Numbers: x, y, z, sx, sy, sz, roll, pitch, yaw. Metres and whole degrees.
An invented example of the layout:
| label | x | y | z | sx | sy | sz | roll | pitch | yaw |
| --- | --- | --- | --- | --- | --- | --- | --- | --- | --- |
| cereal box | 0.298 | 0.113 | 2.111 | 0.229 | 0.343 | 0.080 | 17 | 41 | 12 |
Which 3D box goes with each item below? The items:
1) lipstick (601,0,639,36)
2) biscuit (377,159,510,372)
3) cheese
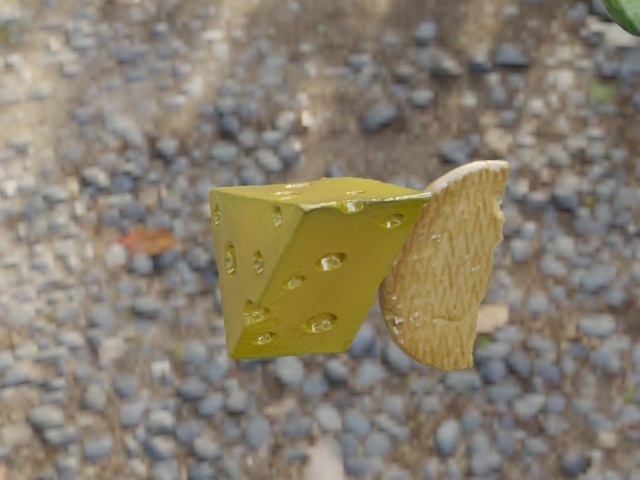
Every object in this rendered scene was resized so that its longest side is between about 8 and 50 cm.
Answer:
| label | x | y | z | sx | sy | sz | roll | pitch | yaw |
| --- | --- | --- | --- | --- | --- | --- | --- | --- | --- |
| lipstick | 0.241 | -0.170 | 0.766 | 0.304 | 0.076 | 0.076 | -24 | 41 | 16 |
| biscuit | 0.117 | 0.028 | 1.970 | 0.144 | 0.224 | 0.033 | -5 | 23 | -31 |
| cheese | 0.000 | 0.000 | 1.318 | 0.093 | 0.171 | 0.126 | -3 | 77 | -24 |
